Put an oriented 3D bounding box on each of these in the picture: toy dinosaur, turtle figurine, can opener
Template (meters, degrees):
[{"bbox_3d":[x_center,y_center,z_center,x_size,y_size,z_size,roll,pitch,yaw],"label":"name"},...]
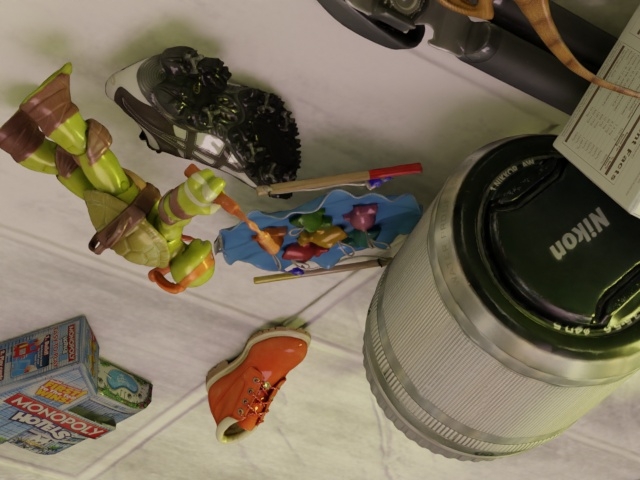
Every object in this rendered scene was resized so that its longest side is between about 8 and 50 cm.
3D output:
[{"bbox_3d":[0.137,-0.178,1.022,0.112,0.064,0.212,3,120,55],"label":"toy dinosaur"},{"bbox_3d":[-0.160,-0.028,1.181,0.217,0.087,0.269,44,160,-10],"label":"turtle figurine"},{"bbox_3d":[0.117,-0.162,1.131,0.283,0.076,0.095,22,170,-33],"label":"can opener"}]

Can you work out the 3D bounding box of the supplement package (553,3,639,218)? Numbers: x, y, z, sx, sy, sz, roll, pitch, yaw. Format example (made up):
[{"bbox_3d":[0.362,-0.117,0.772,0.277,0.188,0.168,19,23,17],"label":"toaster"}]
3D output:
[{"bbox_3d":[0.349,-0.079,1.088,0.261,0.145,0.204,25,104,-22],"label":"supplement package"}]

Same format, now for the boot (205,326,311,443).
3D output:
[{"bbox_3d":[-0.061,0.149,1.524,0.059,0.085,0.158,21,136,-29],"label":"boot"}]

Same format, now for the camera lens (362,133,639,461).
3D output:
[{"bbox_3d":[0.168,0.055,1.278,0.219,0.219,0.274,5,152,-14],"label":"camera lens"}]

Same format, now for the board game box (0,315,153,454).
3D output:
[{"bbox_3d":[-0.274,0.156,1.529,0.194,0.060,0.194,-28,139,30],"label":"board game box"}]

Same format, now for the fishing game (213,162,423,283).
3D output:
[{"bbox_3d":[0.000,0.000,1.289,0.189,0.041,0.264,-7,163,-9],"label":"fishing game"}]

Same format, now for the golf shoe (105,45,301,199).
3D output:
[{"bbox_3d":[-0.090,-0.094,1.198,0.093,0.077,0.198,-1,153,35],"label":"golf shoe"}]
